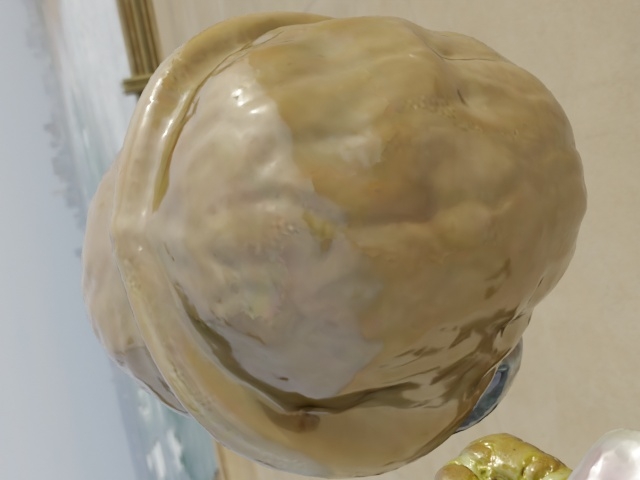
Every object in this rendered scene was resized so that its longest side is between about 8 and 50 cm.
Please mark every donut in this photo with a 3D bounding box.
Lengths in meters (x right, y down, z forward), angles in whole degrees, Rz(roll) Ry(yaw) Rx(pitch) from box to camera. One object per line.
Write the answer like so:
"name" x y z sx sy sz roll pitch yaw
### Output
"donut" 0.287 0.401 1.389 0.261 0.208 0.128 25 133 44

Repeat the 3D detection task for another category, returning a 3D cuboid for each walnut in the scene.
"walnut" 0.000 0.000 0.575 0.296 0.285 0.285 -24 78 51

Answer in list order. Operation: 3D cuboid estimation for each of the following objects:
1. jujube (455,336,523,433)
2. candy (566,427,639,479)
"jujube" 0.082 0.071 1.022 0.317 0.226 0.226 -117 19 -61
"candy" 0.330 0.368 0.969 0.145 0.208 0.358 30 160 46
